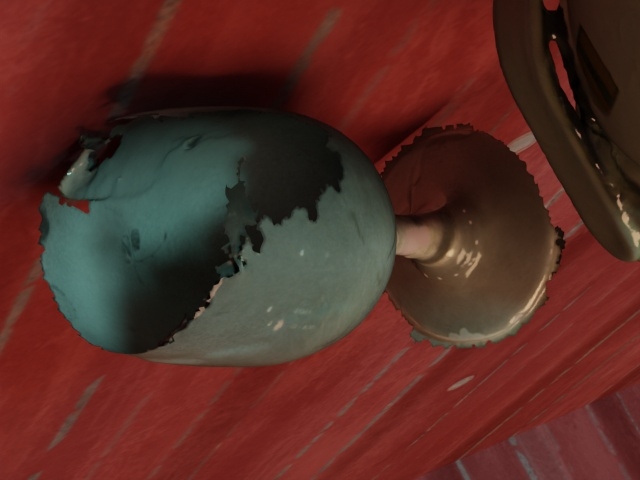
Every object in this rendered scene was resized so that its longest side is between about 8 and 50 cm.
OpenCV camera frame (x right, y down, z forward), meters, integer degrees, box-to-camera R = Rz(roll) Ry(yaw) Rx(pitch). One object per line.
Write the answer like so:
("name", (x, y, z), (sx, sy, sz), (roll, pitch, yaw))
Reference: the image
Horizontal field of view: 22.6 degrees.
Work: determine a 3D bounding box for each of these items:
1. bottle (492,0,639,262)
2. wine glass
("bottle", (0.197, -0.111, 0.690), (0.229, 0.229, 0.351), (-26, 157, -8))
("wine glass", (0.000, 0.000, 0.855), (0.143, 0.143, 0.321), (-38, 161, 29))
